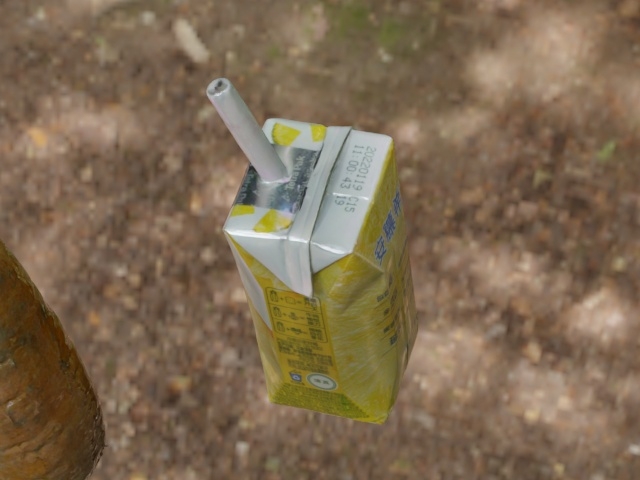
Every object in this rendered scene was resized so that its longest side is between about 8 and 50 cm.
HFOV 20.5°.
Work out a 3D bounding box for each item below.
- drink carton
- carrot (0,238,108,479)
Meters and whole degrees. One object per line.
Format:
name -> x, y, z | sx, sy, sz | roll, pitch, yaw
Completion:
drink carton -> 0.000, 0.000, 0.787 | 0.074, 0.200, 0.084 | 12, 57, 16
carrot -> -0.132, 0.028, 0.663 | 0.060, 0.186, 0.060 | -14, 37, 11
